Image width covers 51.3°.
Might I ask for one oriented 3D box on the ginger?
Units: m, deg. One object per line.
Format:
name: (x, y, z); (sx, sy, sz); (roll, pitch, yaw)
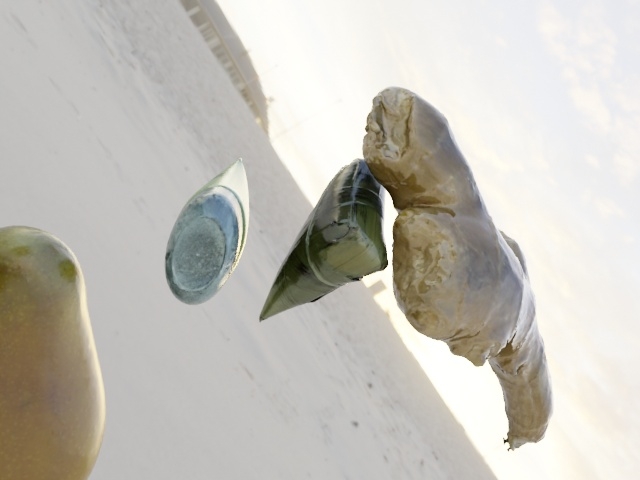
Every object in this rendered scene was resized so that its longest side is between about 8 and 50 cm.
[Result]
ginger: (0.118, 0.043, 0.500); (0.334, 0.081, 0.148); (52, 28, -32)

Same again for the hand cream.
hand cream: (-0.074, -0.007, 0.453); (0.046, 0.095, 0.175); (15, 9, -8)

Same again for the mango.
mango: (-0.207, 0.094, 0.437); (0.099, 0.136, 0.227); (-64, 168, -69)

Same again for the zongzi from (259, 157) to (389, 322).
zongzi: (0.000, 0.000, 0.496); (0.052, 0.113, 0.104); (40, 35, -23)
